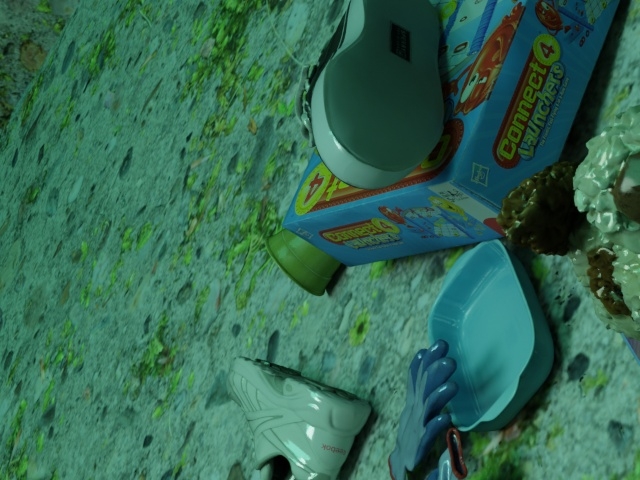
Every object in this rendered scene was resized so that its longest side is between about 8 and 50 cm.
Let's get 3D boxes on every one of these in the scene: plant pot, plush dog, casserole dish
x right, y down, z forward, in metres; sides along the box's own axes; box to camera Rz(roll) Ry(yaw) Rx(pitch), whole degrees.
[{"bbox_3d":[0.000,0.000,1.668,0.079,0.083,0.083,-45,30,17],"label":"plant pot"},{"bbox_3d":[0.241,-0.008,0.987,0.225,0.262,0.210,-31,26,52],"label":"plush dog"},{"bbox_3d":[0.141,0.080,1.342,0.114,0.037,0.188,-54,26,26],"label":"casserole dish"}]

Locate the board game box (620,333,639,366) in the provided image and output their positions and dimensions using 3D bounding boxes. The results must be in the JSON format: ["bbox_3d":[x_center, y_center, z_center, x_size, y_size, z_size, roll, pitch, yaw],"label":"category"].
[{"bbox_3d":[0.253,0.036,1.154,0.133,0.033,0.168,-56,25,21],"label":"board game box"}]

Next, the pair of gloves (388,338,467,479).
[{"bbox_3d":[0.088,0.186,1.320,0.198,0.023,0.159,-99,18,-48],"label":"pair of gloves"}]

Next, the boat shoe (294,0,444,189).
[{"bbox_3d":[0.031,-0.119,1.381,0.105,0.113,0.306,-53,19,32],"label":"boat shoe"}]

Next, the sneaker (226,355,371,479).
[{"bbox_3d":[-0.042,0.180,1.572,0.232,0.090,0.115,13,84,67],"label":"sneaker"}]

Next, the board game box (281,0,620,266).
[{"bbox_3d":[0.122,-0.140,1.476,0.308,0.086,0.302,-14,49,61],"label":"board game box"}]
